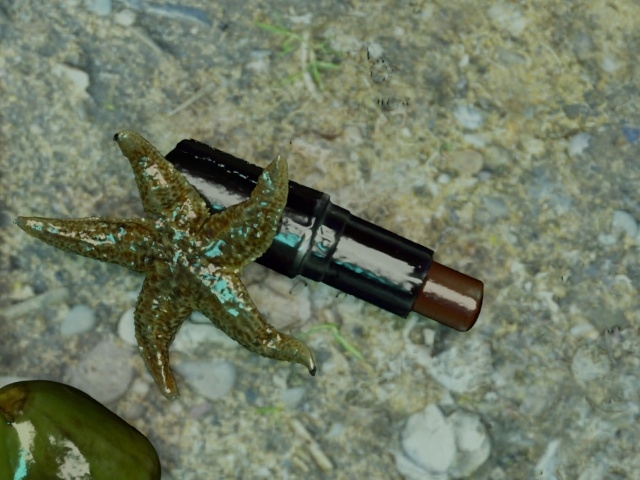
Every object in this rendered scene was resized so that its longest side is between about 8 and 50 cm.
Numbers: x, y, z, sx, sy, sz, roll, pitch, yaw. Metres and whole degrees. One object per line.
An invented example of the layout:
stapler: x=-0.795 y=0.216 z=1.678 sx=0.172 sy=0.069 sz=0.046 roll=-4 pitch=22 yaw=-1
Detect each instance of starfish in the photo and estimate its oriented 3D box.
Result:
starfish: x=-0.110 y=0.014 z=1.245 sx=0.277 sy=0.062 sz=0.235 roll=28 pitch=113 yaw=4

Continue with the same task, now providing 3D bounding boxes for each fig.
fig: x=-0.217 y=0.184 z=1.209 sx=0.165 sy=0.154 sz=0.144 roll=63 pitch=34 yaw=-26

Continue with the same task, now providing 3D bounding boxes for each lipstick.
lipstick: x=0.000 y=0.000 z=1.294 sx=0.300 sy=0.081 sz=0.081 roll=23 pitch=78 yaw=1
